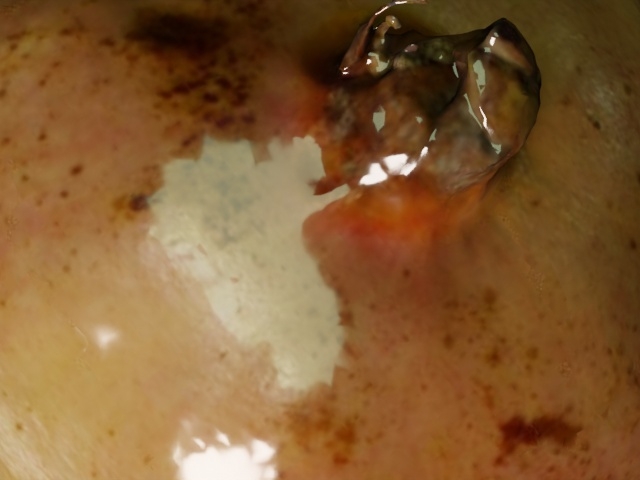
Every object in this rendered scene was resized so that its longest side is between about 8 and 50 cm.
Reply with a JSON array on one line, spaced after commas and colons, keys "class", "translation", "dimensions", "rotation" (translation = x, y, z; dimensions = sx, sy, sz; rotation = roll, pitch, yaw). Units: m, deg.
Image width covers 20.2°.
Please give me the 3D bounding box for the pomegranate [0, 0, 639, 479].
[{"class": "pomegranate", "translation": [0.000, 0.000, 0.687], "dimensions": [0.338, 0.338, 0.338], "rotation": [-1, 81, 4]}]
